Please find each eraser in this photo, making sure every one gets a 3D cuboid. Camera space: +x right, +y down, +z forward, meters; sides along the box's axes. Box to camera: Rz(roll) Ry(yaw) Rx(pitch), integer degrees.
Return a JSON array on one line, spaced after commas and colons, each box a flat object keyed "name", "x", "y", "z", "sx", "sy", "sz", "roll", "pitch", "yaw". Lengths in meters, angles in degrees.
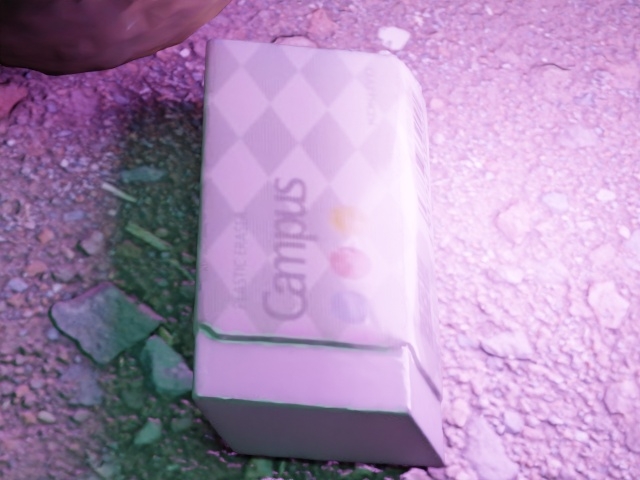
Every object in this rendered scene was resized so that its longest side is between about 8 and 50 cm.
[{"name": "eraser", "x": 0.000, "y": 0.000, "z": 1.603, "sx": 0.213, "sy": 0.082, "sz": 0.396, "roll": 4, "pitch": 49, "yaw": -6}]

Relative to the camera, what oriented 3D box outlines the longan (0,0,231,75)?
[{"name": "longan", "x": -0.214, "y": -0.337, "z": 1.661, "sx": 0.391, "sy": 0.391, "sz": 0.391, "roll": 5, "pitch": 49, "yaw": -6}]
